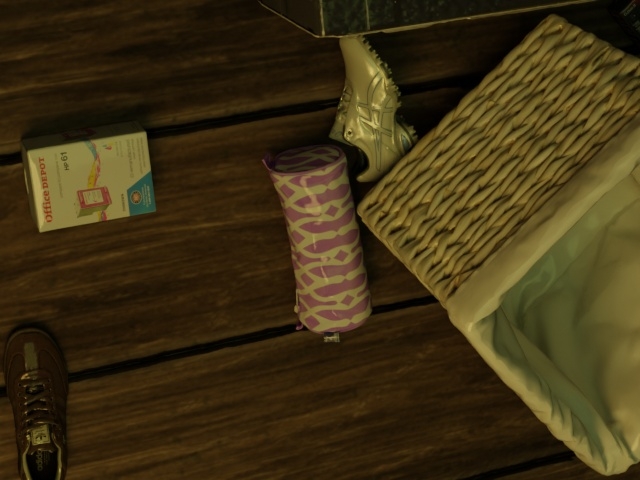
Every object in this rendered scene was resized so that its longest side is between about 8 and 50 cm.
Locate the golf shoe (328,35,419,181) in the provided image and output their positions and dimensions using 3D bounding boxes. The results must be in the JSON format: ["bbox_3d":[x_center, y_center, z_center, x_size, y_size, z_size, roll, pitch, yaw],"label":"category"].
[{"bbox_3d":[0.044,-0.138,1.543,0.086,0.069,0.176,-25,113,-3],"label":"golf shoe"}]

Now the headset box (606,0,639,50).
[{"bbox_3d":[0.365,-0.254,1.632,0.062,0.032,0.083,-46,115,0],"label":"headset box"}]

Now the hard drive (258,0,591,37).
[{"bbox_3d":[0.121,-0.266,1.430,0.338,0.237,0.064,-10,111,-17],"label":"hard drive"}]

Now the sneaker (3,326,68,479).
[{"bbox_3d":[-0.289,0.185,1.532,0.066,0.071,0.188,-10,111,-16],"label":"sneaker"}]

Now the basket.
[{"bbox_3d":[0.272,0.003,1.532,0.331,0.266,0.328,-46,128,0],"label":"basket"}]

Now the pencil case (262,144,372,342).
[{"bbox_3d":[0.000,0.000,1.568,0.088,0.086,0.206,-3,111,17],"label":"pencil case"}]

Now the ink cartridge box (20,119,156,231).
[{"bbox_3d":[-0.234,-0.065,1.476,0.122,0.052,0.089,-11,111,-14],"label":"ink cartridge box"}]
